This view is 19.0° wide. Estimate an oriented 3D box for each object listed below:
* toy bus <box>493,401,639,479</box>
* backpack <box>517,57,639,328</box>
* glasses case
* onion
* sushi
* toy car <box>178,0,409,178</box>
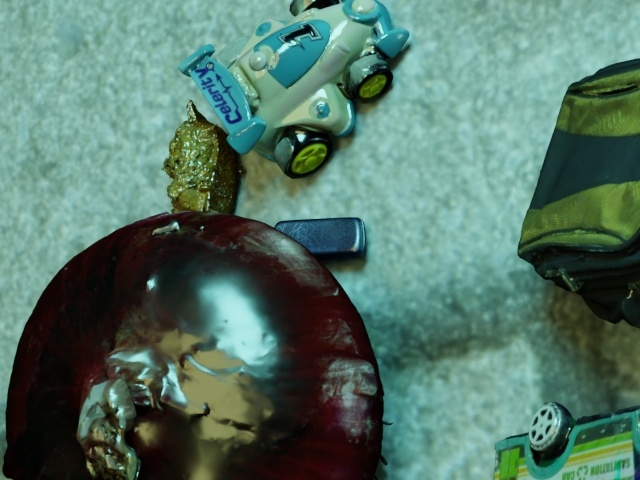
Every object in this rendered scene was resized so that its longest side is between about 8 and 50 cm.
[{"bbox_3d":[0.211,0.155,1.241,0.262,0.091,0.109,-26,51,58],"label":"toy bus"},{"bbox_3d":[0.250,-0.038,1.270,0.258,0.133,0.206,168,117,-71],"label":"backpack"},{"bbox_3d":[0.000,0.000,1.504,0.083,0.023,0.033,-2,69,28],"label":"glasses case"},{"bbox_3d":[-0.109,0.124,1.415,0.314,0.232,0.313,-7,77,30],"label":"onion"},{"bbox_3d":[-0.100,-0.055,1.554,0.061,0.060,0.118,-23,67,29],"label":"sushi"},{"bbox_3d":[-0.019,-0.138,1.504,0.161,0.098,0.126,-42,63,18],"label":"toy car"}]
